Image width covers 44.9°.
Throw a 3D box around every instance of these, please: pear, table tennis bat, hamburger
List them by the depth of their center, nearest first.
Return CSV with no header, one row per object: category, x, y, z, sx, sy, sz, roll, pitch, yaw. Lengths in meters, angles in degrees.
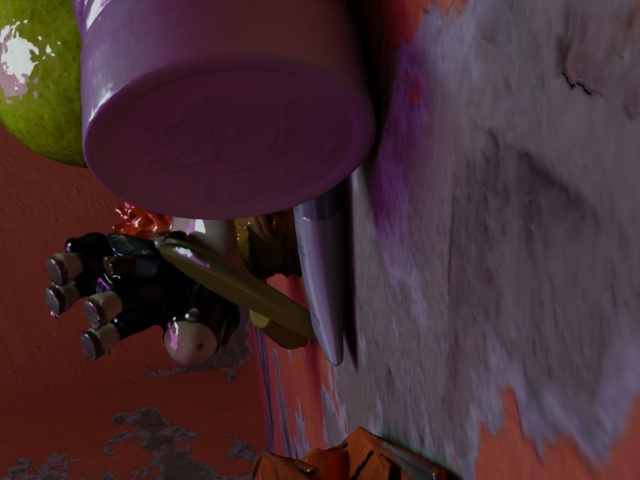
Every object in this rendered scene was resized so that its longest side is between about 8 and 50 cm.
hamburger,-0.061,-0.061,0.959,0.214,0.108,0.214,170,90,-86
table tennis bat,-0.074,0.082,0.989,0.054,0.224,0.369,-61,-20,-11
pear,-0.302,-0.276,1.125,0.391,0.391,0.391,174,90,-82

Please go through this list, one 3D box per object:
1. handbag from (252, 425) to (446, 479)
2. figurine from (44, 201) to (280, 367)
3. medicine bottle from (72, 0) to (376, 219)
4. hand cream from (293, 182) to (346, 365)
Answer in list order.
handbag,0.039,0.351,0.543,0.303,0.116,0.410,144,119,-78
figurine,-0.216,0.030,1.177,0.412,0.306,0.241,-64,-19,-56
medicine bottle,-0.085,-0.204,0.604,0.212,0.212,0.325,100,162,-64
hand cream,0.000,0.000,0.741,0.079,0.048,0.255,-115,19,-62
